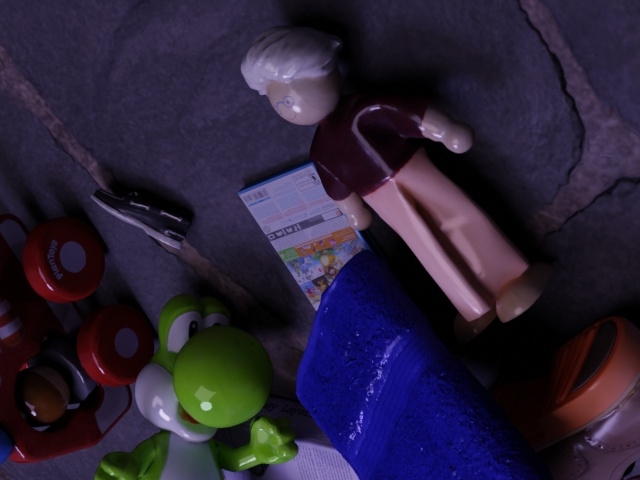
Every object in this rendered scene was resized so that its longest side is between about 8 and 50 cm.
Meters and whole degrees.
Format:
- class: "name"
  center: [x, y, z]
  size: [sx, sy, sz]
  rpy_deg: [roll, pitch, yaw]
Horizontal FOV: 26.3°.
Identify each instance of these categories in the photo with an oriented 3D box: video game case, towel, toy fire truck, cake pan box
- class: "video game case"
  center: [0.000, 0.000, 1.415]
  size: [0.119, 0.015, 0.166]
  rpy_deg: [-19, 110, 43]
- class: "towel"
  center: [0.084, 0.187, 1.298]
  size: [0.308, 0.076, 0.227]
  rpy_deg: [51, 145, 34]
- class: "toy fire truck"
  center: [-0.356, 0.128, 1.605]
  size: [0.169, 0.254, 0.302]
  rpy_deg: [-10, 116, 41]
- class: "cake pan box"
  center: [0.007, 0.313, 1.623]
  size: [0.246, 0.070, 0.266]
  rpy_deg: [7, 127, 35]

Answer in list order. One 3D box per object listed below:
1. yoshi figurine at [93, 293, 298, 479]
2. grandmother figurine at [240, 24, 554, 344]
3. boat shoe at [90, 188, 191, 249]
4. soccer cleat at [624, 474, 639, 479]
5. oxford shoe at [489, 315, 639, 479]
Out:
- class: "yoshi figurine"
  center: [-0.134, 0.241, 1.500]
  size: [0.203, 0.203, 0.362]
  rpy_deg: [3, 87, 20]
- class: "grandmother figurine"
  center: [0.064, -0.064, 1.256]
  size: [0.342, 0.104, 0.208]
  rpy_deg: [46, 134, -6]
- class: "boat shoe"
  center: [-0.199, -0.032, 1.520]
  size: [0.125, 0.038, 0.046]
  rpy_deg: [27, 177, 24]
- class: "soccer cleat"
  center: [0.410, 0.327, 1.239]
  size: [0.331, 0.143, 0.116]
  rpy_deg: [27, 135, 1]
- class: "oxford shoe"
  center: [0.227, 0.206, 1.335]
  size: [0.133, 0.130, 0.364]
  rpy_deg: [34, 144, -9]
